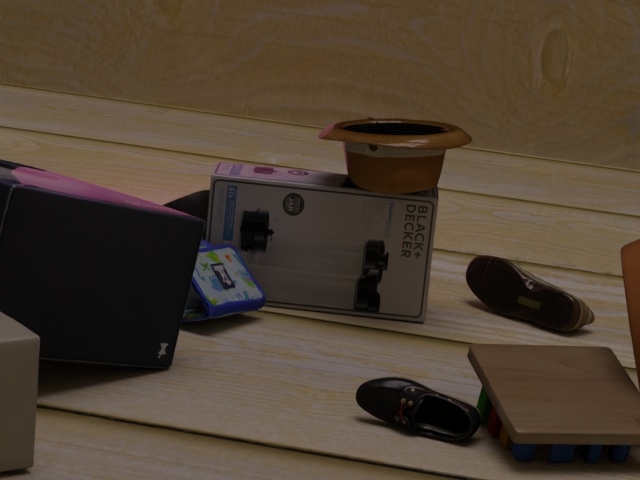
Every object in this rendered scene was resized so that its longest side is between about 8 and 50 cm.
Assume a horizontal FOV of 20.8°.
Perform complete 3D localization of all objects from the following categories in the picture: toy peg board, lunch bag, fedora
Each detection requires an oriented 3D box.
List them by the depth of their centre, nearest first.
[{"bbox_3d":[0.242,0.182,1.781,0.161,0.079,0.161,2,29,-16],"label":"toy peg board"},{"bbox_3d":[-0.157,0.050,2.112,0.151,0.096,0.129,29,19,25],"label":"lunch bag"},{"bbox_3d":[0.092,-0.104,2.172,0.194,0.079,0.194,0,13,0],"label":"fedora"}]

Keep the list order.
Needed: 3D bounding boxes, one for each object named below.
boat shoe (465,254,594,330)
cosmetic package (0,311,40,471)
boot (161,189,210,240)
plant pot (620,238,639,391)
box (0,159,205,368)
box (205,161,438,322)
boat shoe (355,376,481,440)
[{"bbox_3d":[0.275,0.075,2.287,0.190,0.068,0.072,30,13,40],"label":"boat shoe"},{"bbox_3d":[-0.408,0.134,1.506,0.296,0.129,0.153,-3,15,-39],"label":"cosmetic package"},{"bbox_3d":[-0.260,0.007,2.302,0.305,0.112,0.115,-9,-11,-37],"label":"boot"},{"bbox_3d":[0.433,0.091,1.847,0.203,0.291,0.291,-9,10,11],"label":"plant pot"},{"bbox_3d":[-0.335,0.010,1.865,0.294,0.183,0.296,17,4,36],"label":"box"},{"bbox_3d":[0.000,0.000,2.221,0.289,0.169,0.087,7,12,0],"label":"box"},{"bbox_3d":[0.097,0.170,1.775,0.133,0.049,0.042,14,6,15],"label":"boat shoe"}]
